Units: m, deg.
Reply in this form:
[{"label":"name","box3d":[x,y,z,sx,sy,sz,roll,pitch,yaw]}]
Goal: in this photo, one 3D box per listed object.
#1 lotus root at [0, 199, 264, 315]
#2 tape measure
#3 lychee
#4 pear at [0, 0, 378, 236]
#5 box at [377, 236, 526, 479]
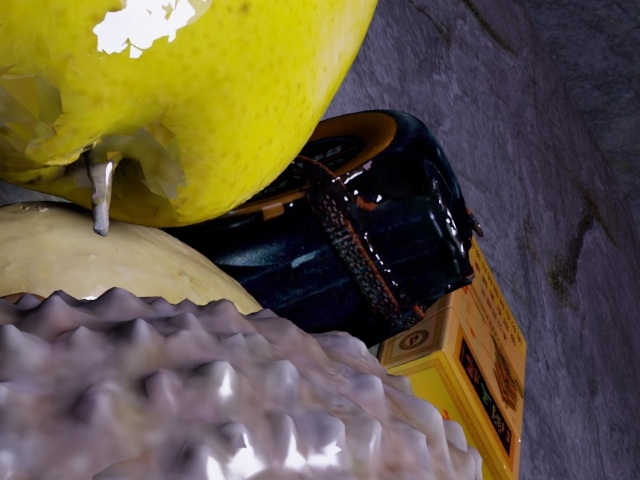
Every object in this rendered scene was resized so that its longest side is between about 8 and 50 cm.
[{"label":"lotus root","box3d":[-0.088,0.071,0.656,0.303,0.131,0.146,44,32,-49]},{"label":"tape measure","box3d":[0.000,0.000,0.843,0.223,0.202,0.135,-94,160,-68]},{"label":"lychee","box3d":[-0.075,0.150,0.404,0.300,0.300,0.300,52,26,-39]},{"label":"pear","box3d":[-0.112,-0.147,0.644,0.285,0.285,0.336,59,42,-26]},{"label":"box","box3d":[0.140,0.119,1.281,0.174,0.076,0.274,61,22,-19]}]
